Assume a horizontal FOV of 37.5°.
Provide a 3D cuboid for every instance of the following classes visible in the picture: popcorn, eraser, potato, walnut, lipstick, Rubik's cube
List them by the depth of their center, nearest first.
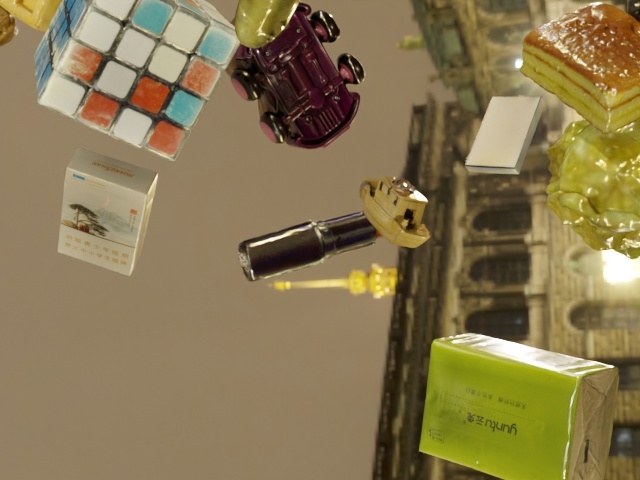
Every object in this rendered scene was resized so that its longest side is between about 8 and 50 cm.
[{"bbox_3d":[-0.062,-0.344,1.276,0.188,0.085,0.105,-52,16,49],"label":"potato"},{"bbox_3d":[-0.321,-0.327,1.619,0.253,0.256,0.259,24,-163,-29],"label":"Rubik's cube"},{"bbox_3d":[0.322,-0.186,1.649,0.023,0.104,0.150,40,-114,-42],"label":"eraser"},{"bbox_3d":[0.000,0.000,1.673,0.081,0.300,0.081,163,90,-74],"label":"lipstick"},{"bbox_3d":[0.593,-0.105,1.797,0.312,0.312,0.312,-4,-90,-70],"label":"popcorn"},{"bbox_3d":[-0.669,-0.437,1.934,0.096,0.082,0.079,-40,-31,-21],"label":"walnut"}]

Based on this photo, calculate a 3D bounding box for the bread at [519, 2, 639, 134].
[{"bbox_3d":[0.478,-0.301,1.596,0.234,0.184,0.110,49,156,40],"label":"bread"}]

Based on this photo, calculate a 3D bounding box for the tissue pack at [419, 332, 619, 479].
[{"bbox_3d":[0.325,0.281,1.562,0.167,0.275,0.200,-2,-80,-48],"label":"tissue pack"}]

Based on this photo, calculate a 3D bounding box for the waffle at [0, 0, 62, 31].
[{"bbox_3d":[-0.588,-0.577,1.903,0.248,0.221,0.055,-61,-19,14],"label":"waffle"}]

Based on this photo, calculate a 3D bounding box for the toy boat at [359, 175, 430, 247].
[{"bbox_3d":[0.106,-0.052,1.368,0.200,0.057,0.077,-126,47,-64],"label":"toy boat"}]

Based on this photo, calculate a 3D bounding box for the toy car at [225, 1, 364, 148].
[{"bbox_3d":[-0.085,-0.370,2.114,0.271,0.240,0.340,-39,-66,-18],"label":"toy car"}]

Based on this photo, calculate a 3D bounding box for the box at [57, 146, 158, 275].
[{"bbox_3d":[-0.389,-0.049,1.708,0.233,0.149,0.067,113,172,-46],"label":"box"}]

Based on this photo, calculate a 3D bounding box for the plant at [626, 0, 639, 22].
[{"bbox_3d":[0.687,-0.446,1.777,0.182,0.194,0.320,21,-130,-33],"label":"plant"}]
